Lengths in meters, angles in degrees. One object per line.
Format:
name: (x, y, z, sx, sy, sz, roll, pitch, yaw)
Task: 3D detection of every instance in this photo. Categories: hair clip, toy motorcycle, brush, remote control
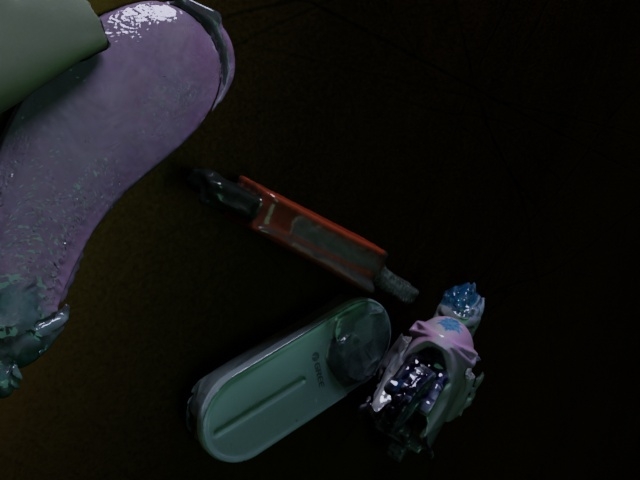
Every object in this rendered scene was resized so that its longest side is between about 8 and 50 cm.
hair clip: (-0.190, -0.057, 0.630, 0.358, 0.110, 0.095, -62, 170, -11)
toy motorcycle: (0.130, 0.143, 0.887, 0.108, 0.239, 0.204, 32, 72, 2)
brush: (0.000, -0.001, 0.798, 0.323, 0.070, 0.051, 30, 86, -43)
remote control: (-0.026, 0.137, 0.826, 0.247, 0.052, 0.104, -27, 120, -30)

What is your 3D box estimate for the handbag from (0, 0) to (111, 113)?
handbag: (-0.256, -0.191, 0.514, 0.315, 0.109, 0.241, -43, 125, -25)
